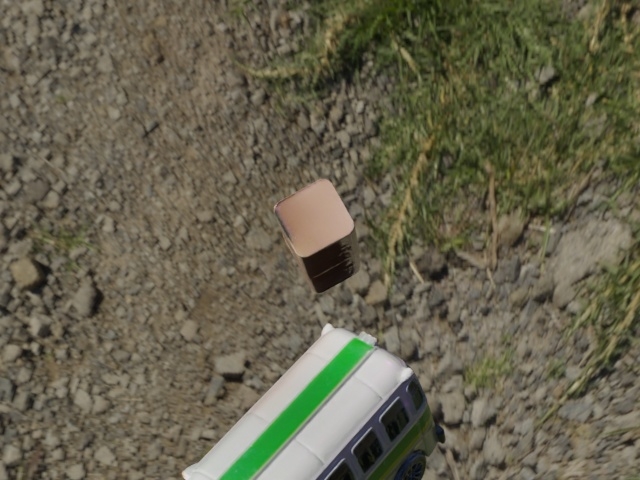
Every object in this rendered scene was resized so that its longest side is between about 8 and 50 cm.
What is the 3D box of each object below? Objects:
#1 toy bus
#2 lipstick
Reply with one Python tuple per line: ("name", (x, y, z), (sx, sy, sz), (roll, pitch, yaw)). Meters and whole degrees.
("toy bus", (-0.019, 0.244, 1.083), (0.143, 0.179, 0.305), (28, 59, 34))
("lipstick", (0.000, 0.000, 0.738), (0.045, 0.145, 0.045), (-27, 77, -3))
